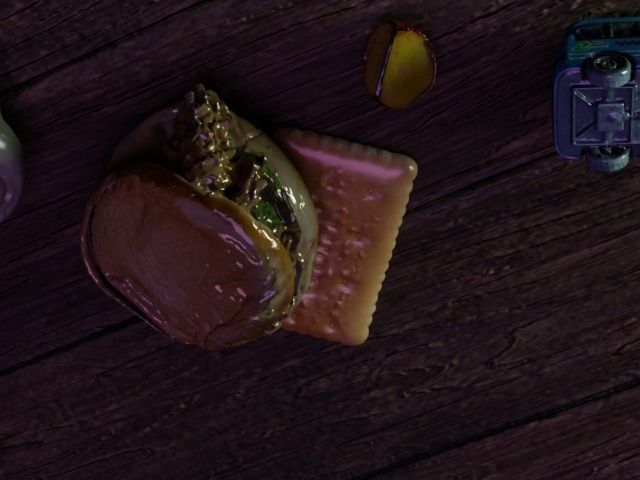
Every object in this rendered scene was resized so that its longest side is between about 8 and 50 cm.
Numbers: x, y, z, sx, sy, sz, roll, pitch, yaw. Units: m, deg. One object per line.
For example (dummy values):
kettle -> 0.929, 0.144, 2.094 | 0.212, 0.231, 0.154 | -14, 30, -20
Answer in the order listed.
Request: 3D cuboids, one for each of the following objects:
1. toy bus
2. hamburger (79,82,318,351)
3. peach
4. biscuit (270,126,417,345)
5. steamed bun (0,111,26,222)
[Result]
toy bus -> 0.343, -0.148, 1.863 | 0.246, 0.134, 0.114 | -2, 127, 5
hamburger -> -0.125, -0.015, 1.983 | 0.243, 0.146, 0.286 | 5, 128, 25
peach -> 0.072, -0.177, 1.919 | 0.077, 0.050, 0.083 | -33, 128, -1
biscuit -> 0.000, 0.001, 2.061 | 0.160, 0.030, 0.250 | 14, 125, -4
steamed bun -> -0.424, -0.094, 1.975 | 0.218, 0.144, 0.211 | -27, 132, -13
